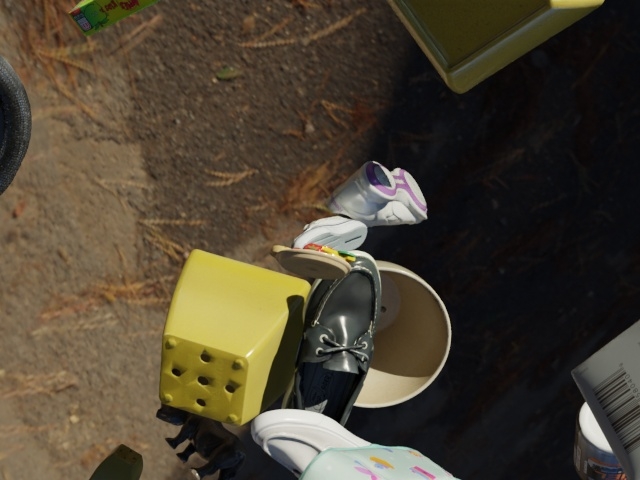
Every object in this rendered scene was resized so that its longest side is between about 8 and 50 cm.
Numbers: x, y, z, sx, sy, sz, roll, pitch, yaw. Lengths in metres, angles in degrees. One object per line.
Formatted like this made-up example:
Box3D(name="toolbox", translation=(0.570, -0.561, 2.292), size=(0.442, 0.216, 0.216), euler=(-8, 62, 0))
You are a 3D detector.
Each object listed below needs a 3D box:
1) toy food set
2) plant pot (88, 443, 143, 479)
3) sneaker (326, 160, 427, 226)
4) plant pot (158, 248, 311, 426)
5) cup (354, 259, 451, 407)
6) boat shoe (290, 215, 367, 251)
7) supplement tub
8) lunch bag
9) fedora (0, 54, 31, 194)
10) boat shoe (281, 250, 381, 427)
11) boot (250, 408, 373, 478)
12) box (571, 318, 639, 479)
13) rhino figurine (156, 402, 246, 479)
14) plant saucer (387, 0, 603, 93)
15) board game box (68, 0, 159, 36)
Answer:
Box3D(name="toy food set", translation=(-0.007, 0.021, 0.974), size=(0.082, 0.083, 0.020), euler=(20, 69, -27))
Box3D(name="plant pot", translation=(-0.389, 0.444, 1.802), size=(0.083, 0.081, 0.081), euler=(-62, 177, 16))
Box3D(name="sneaker", translation=(0.121, -0.085, 1.981), size=(0.152, 0.114, 0.305), euler=(-33, 155, 23))
Box3D(name="plant pot", translation=(-0.156, 0.171, 1.502), size=(0.187, 0.212, 0.212), euler=(-58, 161, -57))
Box3D(name="cup", translation=(0.113, 0.179, 2.124), size=(0.330, 0.237, 0.331), euler=(-1, 107, -2))
Box3D(name="boat shoe", translation=(0.000, 0.000, 1.815), size=(0.226, 0.075, 0.083), euler=(-11, 121, -55))
Box3D(name="supplement tub", translation=(0.496, 0.356, 1.604), size=(0.117, 0.117, 0.190), euler=(-29, 139, -11))
Box3D(name="lunch bag", translation=(0.052, 0.362, 1.107), size=(0.279, 0.107, 0.224), euler=(19, 97, -54))
Box3D(name="fedora", translation=(-0.600, -0.177, 1.378), size=(0.333, 0.152, 0.334), euler=(-15, 127, -21))
Box3D(name="boat shoe", translation=(0.022, 0.184, 1.430), size=(0.127, 0.113, 0.340), euler=(14, 114, -19))
Box3D(name="boot", translation=(0.013, 0.331, 1.308), size=(0.258, 0.123, 0.095), euler=(28, 126, -31))
Box3D(name="box", translation=(0.261, 0.114, 0.674), size=(0.087, 0.101, 0.102), euler=(17, 129, -40))
Box3D(name="rhino figurine", translation=(-0.225, 0.357, 1.715), size=(0.106, 0.243, 0.073), euler=(-36, 138, -16))
Box3D(name="plant saucer", translation=(0.246, -0.439, 1.566), size=(0.332, 0.333, 0.081), euler=(-30, -168, 40))
Box3D(name="board game box", translation=(-0.257, -0.352, 1.301), size=(0.181, 0.092, 0.043), euler=(-15, 123, 34))
